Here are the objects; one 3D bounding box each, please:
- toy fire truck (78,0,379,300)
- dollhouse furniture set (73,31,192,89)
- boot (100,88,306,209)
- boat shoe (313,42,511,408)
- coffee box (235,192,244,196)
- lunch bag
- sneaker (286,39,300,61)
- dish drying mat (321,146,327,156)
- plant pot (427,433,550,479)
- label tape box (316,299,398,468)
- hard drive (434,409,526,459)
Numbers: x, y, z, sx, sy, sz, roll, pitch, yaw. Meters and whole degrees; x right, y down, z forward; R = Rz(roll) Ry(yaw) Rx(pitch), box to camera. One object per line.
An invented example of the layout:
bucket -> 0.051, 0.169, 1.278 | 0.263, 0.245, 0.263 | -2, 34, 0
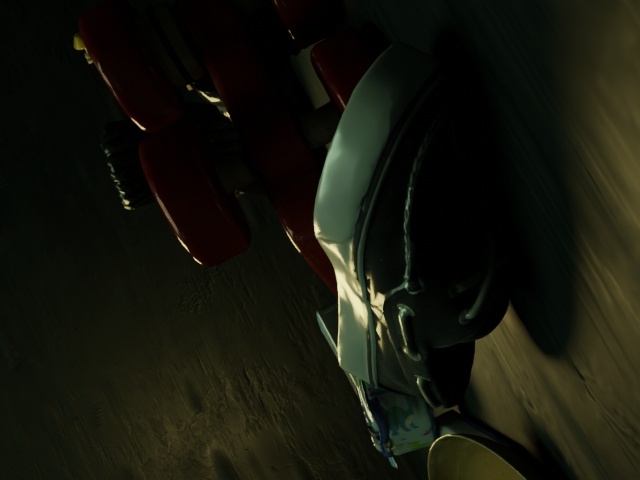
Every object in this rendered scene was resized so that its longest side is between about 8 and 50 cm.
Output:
toy fire truck -> -0.039, -0.087, 0.641 | 0.302, 0.169, 0.254 | 62, -179, 25
dollhouse furniture set -> -0.379, -0.443, 1.707 | 0.286, 0.304, 0.198 | 60, 176, 39
boot -> -0.136, -0.096, 1.110 | 0.348, 0.260, 0.131 | 72, 176, -65
boat shoe -> 0.067, 0.017, 0.486 | 0.102, 0.108, 0.301 | 26, 147, 22
coffee box -> -0.148, -0.179, 1.676 | 0.098, 0.141, 0.246 | 62, 176, 4
lunch bag -> 0.086, 0.170, 1.066 | 0.176, 0.090, 0.218 | 73, -179, -62
sneaker -> -0.110, -0.251, 0.733 | 0.225, 0.088, 0.092 | 44, -166, -33
dish drying mat -> 0.009, -0.102, 1.078 | 0.083, 0.008, 0.032 | 69, 175, -71
plant pot -> 0.183, 0.274, 0.721 | 0.236, 0.032, 0.236 | 46, 151, 35
label tape box -> 0.116, 0.286, 1.635 | 0.333, 0.106, 0.240 | 61, 176, 14
hard drive -> 0.216, 0.310, 0.912 | 0.210, 0.040, 0.318 | 62, 176, 4
